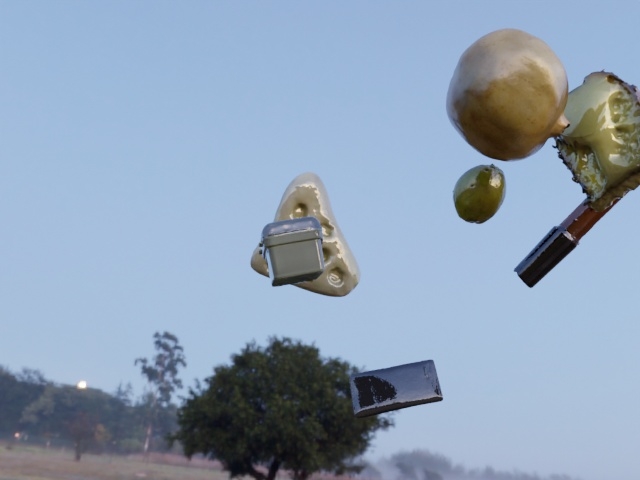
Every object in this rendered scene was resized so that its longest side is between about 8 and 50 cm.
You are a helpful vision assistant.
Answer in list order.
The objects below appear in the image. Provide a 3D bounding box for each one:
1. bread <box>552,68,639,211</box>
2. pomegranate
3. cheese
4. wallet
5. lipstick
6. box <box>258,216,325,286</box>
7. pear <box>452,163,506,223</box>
[{"bbox_3d":[0.587,-0.205,1.241,0.162,0.262,0.204,3,-32,-31],"label":"bread"},{"bbox_3d":[0.336,-0.258,1.126,0.233,0.233,0.233,4,-25,2],"label":"pomegranate"},{"bbox_3d":[0.000,0.000,1.887,0.328,0.351,0.129,27,-5,1],"label":"cheese"},{"bbox_3d":[0.203,0.403,1.689,0.244,0.124,0.025,-13,-37,7],"label":"wallet"},{"bbox_3d":[0.653,-0.050,1.551,0.077,0.077,0.418,30,-73,-41],"label":"lipstick"},{"bbox_3d":[-0.066,0.030,1.427,0.147,0.129,0.210,-9,-9,-8],"label":"box"},{"bbox_3d":[0.329,-0.098,1.281,0.107,0.131,0.107,17,11,-3],"label":"pear"}]
